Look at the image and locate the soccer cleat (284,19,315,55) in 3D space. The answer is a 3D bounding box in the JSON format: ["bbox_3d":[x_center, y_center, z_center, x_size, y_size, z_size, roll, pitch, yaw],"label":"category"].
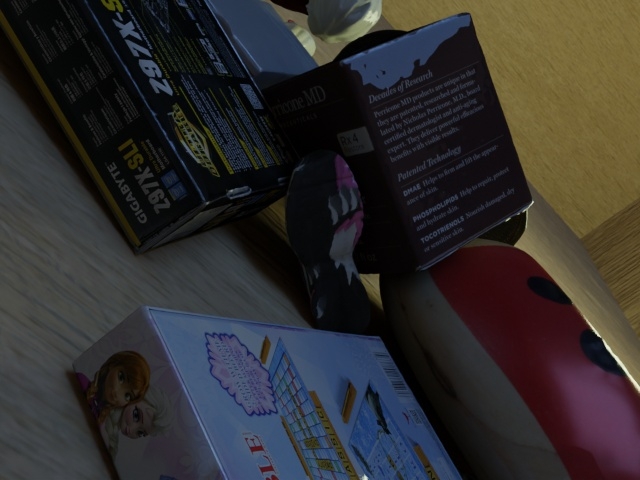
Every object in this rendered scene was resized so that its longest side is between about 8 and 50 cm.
[{"bbox_3d":[-0.073,-0.277,1.271,0.196,0.068,0.076,14,46,-52],"label":"soccer cleat"}]

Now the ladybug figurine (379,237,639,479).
[{"bbox_3d":[0.211,0.155,0.883,0.305,0.162,0.449,48,9,-47],"label":"ladybug figurine"}]

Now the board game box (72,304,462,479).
[{"bbox_3d":[0.026,0.200,0.581,0.318,0.066,0.318,19,37,-60],"label":"board game box"}]

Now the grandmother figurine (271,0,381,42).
[{"bbox_3d":[-0.049,-0.352,1.220,0.208,0.104,0.342,1,26,-43],"label":"grandmother figurine"}]

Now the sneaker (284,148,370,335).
[{"bbox_3d":[0.000,0.000,0.847,0.077,0.072,0.178,-119,-157,-66],"label":"sneaker"}]

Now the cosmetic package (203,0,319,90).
[{"bbox_3d":[-0.094,-0.200,1.008,0.127,0.107,0.238,54,21,6],"label":"cosmetic package"}]

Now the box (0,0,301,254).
[{"bbox_3d":[-0.152,-0.161,0.773,0.322,0.079,0.257,59,20,1],"label":"box"}]

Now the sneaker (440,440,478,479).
[{"bbox_3d":[0.113,0.205,0.828,0.098,0.038,0.069,32,28,-48],"label":"sneaker"}]

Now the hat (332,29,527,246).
[{"bbox_3d":[0.087,-0.077,1.105,0.134,0.331,0.331,-38,89,-33],"label":"hat"}]

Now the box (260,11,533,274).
[{"bbox_3d":[0.070,-0.090,0.902,0.167,0.168,0.203,-28,102,-30],"label":"box"}]
